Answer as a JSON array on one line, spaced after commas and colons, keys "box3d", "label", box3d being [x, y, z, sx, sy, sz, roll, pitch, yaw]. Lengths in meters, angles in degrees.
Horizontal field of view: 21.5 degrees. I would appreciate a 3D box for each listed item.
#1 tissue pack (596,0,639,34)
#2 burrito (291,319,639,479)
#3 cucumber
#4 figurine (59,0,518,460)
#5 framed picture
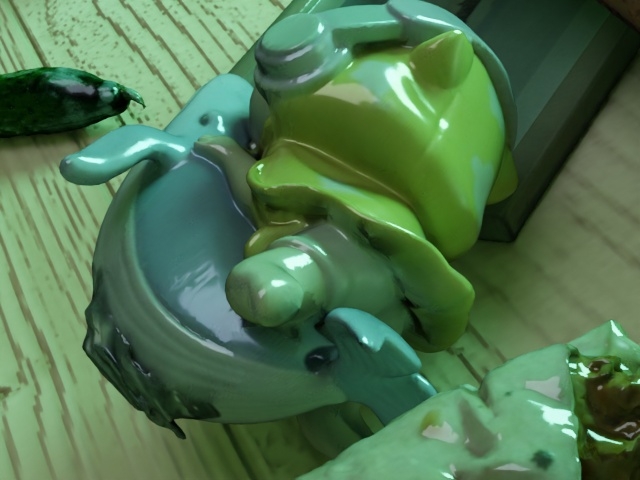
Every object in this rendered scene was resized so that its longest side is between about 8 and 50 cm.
[{"box3d": [0.189, -0.184, 0.693, 0.245, 0.123, 0.332, -28, 39, -7], "label": "tissue pack"}, {"box3d": [-0.052, 0.158, 0.469, 0.392, 0.076, 0.117, -33, 40, -4], "label": "burrito"}, {"box3d": [-0.156, -0.073, 0.887, 0.155, 0.037, 0.037, -5, 39, 30], "label": "cucumber"}, {"box3d": [0.000, 0.000, 0.597, 0.183, 0.128, 0.208, -33, 43, -3], "label": "figurine"}, {"box3d": [0.065, -0.107, 0.794, 0.213, 0.016, 0.289, 6, 46, 40], "label": "framed picture"}]
